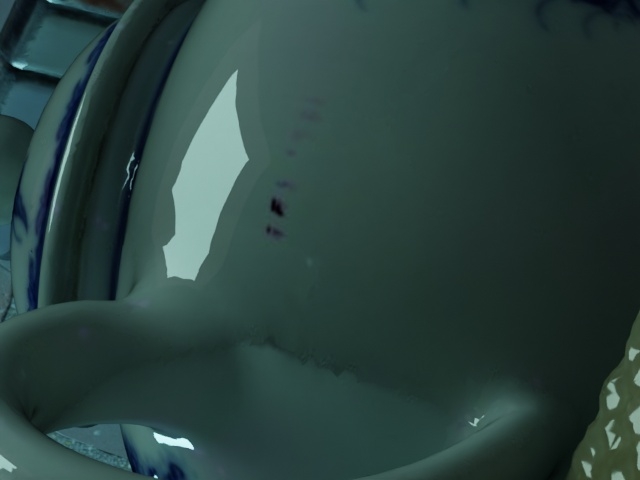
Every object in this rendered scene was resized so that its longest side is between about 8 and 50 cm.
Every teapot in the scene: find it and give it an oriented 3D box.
[{"bbox_3d":[0.000,0.000,0.668,0.424,0.280,0.252,-56,-24,-63],"label":"teapot"}]

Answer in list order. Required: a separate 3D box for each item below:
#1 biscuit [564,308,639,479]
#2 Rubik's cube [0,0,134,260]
[{"bbox_3d":[0.091,0.150,0.506,0.426,0.078,0.144,-67,29,14],"label":"biscuit"},{"bbox_3d":[-0.067,-0.158,1.201,0.292,0.287,0.293,125,148,-45],"label":"Rubik's cube"}]
